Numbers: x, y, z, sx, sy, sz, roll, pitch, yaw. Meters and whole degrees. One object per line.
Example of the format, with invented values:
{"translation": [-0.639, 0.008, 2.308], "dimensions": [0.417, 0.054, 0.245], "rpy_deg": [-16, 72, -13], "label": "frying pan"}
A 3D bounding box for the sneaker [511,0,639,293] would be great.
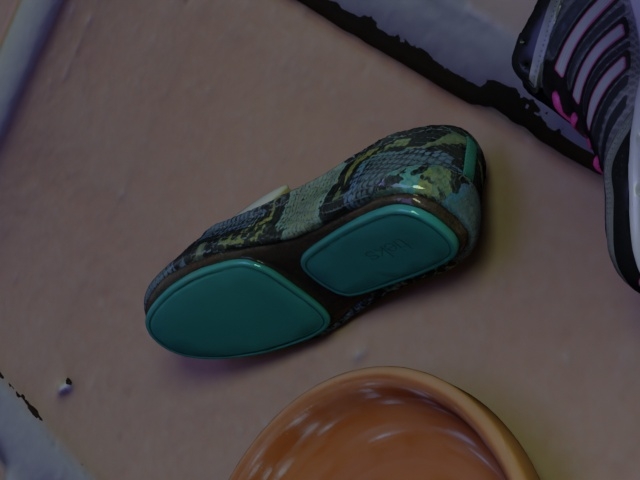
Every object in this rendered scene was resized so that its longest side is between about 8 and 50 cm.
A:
{"translation": [0.108, -0.050, 0.701], "dimensions": [0.075, 0.063, 0.170], "rpy_deg": [-27, 53, 42], "label": "sneaker"}

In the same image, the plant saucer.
{"translation": [0.023, 0.149, 0.752], "dimensions": [0.200, 0.037, 0.200], "rpy_deg": [-19, 64, 45], "label": "plant saucer"}

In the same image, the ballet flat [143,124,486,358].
{"translation": [0.000, 0.000, 0.822], "dimensions": [0.188, 0.070, 0.070], "rpy_deg": [-20, 63, 43], "label": "ballet flat"}
